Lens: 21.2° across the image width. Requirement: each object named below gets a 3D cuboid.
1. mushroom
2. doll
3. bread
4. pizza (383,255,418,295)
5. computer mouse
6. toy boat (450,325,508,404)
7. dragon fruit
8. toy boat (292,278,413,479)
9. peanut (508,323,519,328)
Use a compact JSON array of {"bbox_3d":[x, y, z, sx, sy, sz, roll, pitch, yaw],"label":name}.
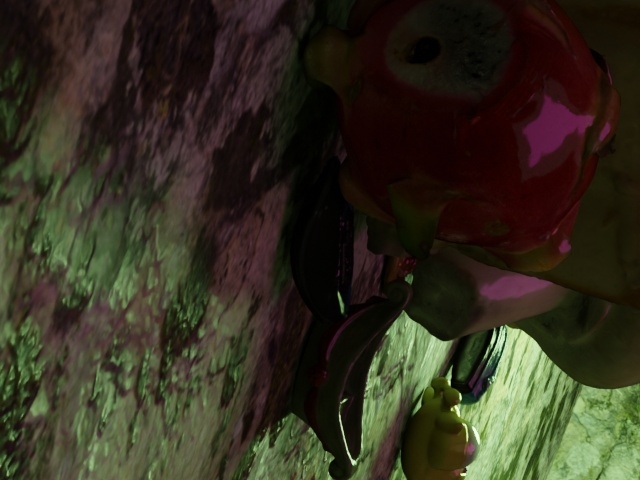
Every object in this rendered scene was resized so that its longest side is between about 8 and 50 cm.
[{"bbox_3d":[0.256,0.028,1.792,0.336,0.314,0.314,-18,133,-31],"label":"mushroom"},{"bbox_3d":[0.122,0.303,2.021,0.117,0.086,0.291,-140,-120,-63],"label":"doll"},{"bbox_3d":[0.275,-0.126,1.508,0.371,0.390,0.279,-49,148,-57],"label":"bread"},{"bbox_3d":[0.086,0.010,1.664,0.078,0.025,0.083,-46,150,-53],"label":"pizza"},{"bbox_3d":[0.000,0.000,1.320,0.079,0.047,0.135,-62,155,-72],"label":"computer mouse"},{"bbox_3d":[0.202,0.149,2.157,0.061,0.060,0.137,60,42,-45],"label":"toy boat"},{"bbox_3d":[0.110,-0.093,1.249,0.227,0.224,0.224,76,36,-58],"label":"dragon fruit"},{"bbox_3d":[0.022,0.114,1.478,0.089,0.071,0.185,-15,123,-72],"label":"toy boat"},{"bbox_3d":[0.270,0.047,2.104,0.143,0.159,0.291,-47,165,5],"label":"peanut"}]
